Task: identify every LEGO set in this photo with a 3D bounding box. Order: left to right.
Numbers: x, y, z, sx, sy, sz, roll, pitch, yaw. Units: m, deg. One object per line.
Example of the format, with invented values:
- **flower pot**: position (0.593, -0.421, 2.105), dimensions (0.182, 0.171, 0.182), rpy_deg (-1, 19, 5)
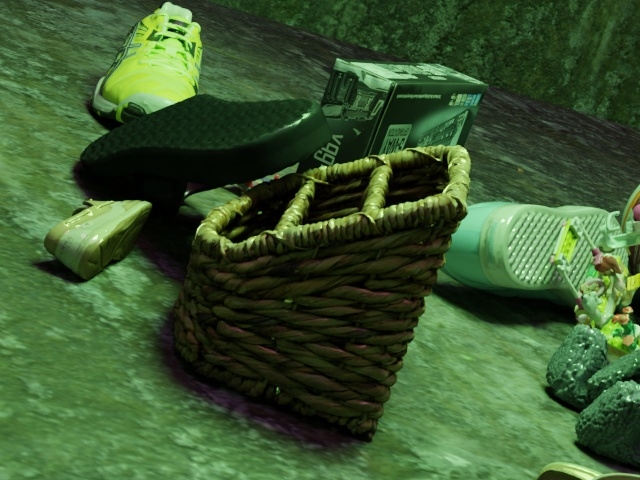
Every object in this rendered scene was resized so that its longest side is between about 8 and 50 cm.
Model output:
- **LEGO set**: position (0.331, 0.056, 1.617), dimensions (0.107, 0.132, 0.287), rpy_deg (54, 21, -29)

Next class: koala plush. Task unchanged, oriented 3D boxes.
- **koala plush**: position (0.361, 0.100, 1.389), dimensions (0.203, 0.221, 0.196), rpy_deg (18, 14, -10)

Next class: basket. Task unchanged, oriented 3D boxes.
- **basket**: position (0.000, 0.000, 1.273), dimensions (0.213, 0.223, 0.299), rpy_deg (21, 15, 2)

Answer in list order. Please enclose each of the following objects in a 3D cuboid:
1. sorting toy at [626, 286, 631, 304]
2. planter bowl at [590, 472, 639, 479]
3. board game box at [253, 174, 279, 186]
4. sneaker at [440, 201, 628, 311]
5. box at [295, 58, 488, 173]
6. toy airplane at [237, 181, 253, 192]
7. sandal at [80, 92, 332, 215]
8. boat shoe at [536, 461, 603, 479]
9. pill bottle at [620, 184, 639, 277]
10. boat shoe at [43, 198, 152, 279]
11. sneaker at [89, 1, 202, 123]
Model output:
- **sorting toy**: position (0.438, 0.081, 1.979), dimensions (0.062, 0.012, 0.083), rpy_deg (4, 21, -48)
- **planter bowl**: position (0.229, 0.239, 0.929), dimensions (0.162, 0.109, 0.162), rpy_deg (19, 15, -5)
- **board game box**: position (-0.026, -0.063, 1.842), dimensions (0.133, 0.033, 0.169), rpy_deg (13, 16, -25)
- **sneaker**: position (0.259, 0.011, 1.771), dimensions (0.150, 0.135, 0.366), rpy_deg (7, -7, 37)
- **box**: position (0.068, -0.079, 1.612), dimensions (0.076, 0.243, 0.307), rpy_deg (25, 15, 20)
- **toy airplane**: position (-0.133, -0.103, 1.772), dimensions (0.151, 0.028, 0.151), rpy_deg (30, -14, 9)
- **sandal**: position (-0.134, -0.081, 1.545), dimensions (0.167, 0.107, 0.445), rpy_deg (-29, 19, -23)
- **boat shoe**: position (0.224, 0.218, 1.118), dimensions (0.135, 0.050, 0.045), rpy_deg (28, 11, 29)
- **pill bottle**: position (0.513, 0.040, 1.789), dimensions (0.224, 0.224, 0.392), rpy_deg (19, 17, -3)
- **boat shoe**: position (-0.210, -0.014, 1.356), dimensions (0.059, 0.063, 0.170), rpy_deg (28, 16, 5)
- **sneaker**: position (-0.235, -0.245, 2.000), dimensions (0.145, 0.147, 0.385), rpy_deg (18, 16, -16)
